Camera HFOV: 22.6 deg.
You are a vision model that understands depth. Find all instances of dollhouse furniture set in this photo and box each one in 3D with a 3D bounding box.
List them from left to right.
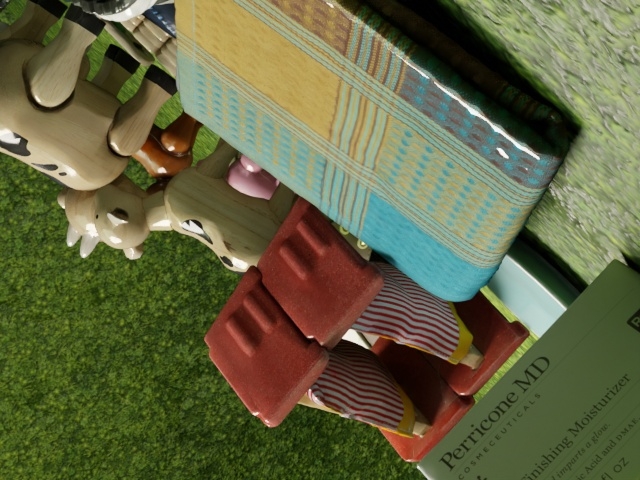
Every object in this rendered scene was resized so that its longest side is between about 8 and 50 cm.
[{"bbox_3d":[0.101,0.148,1.195,0.201,0.152,0.374,20,-159,-47],"label":"dollhouse furniture set"}]

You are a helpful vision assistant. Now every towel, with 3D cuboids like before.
[{"bbox_3d":[0.017,-0.082,1.013,0.271,0.040,0.370,37,166,6],"label":"towel"}]

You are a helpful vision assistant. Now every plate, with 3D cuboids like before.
[{"bbox_3d":[0.161,0.038,1.197,0.188,0.024,0.188,44,175,5],"label":"plate"}]

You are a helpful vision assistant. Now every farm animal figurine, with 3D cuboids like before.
[{"bbox_3d":[-0.177,-0.071,1.369,0.327,0.172,0.330,35,175,-27],"label":"farm animal figurine"}]

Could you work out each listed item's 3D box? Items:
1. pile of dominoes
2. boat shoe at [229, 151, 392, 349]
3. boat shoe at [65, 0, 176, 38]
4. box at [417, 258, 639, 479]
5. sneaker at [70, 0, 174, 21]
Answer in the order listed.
[{"bbox_3d":[-0.204,-0.261,1.533,0.251,0.040,0.196,46,-166,0],"label":"pile of dominoes"},{"bbox_3d":[0.024,0.006,1.591,0.324,0.097,0.116,52,-148,-31],"label":"boat shoe"},{"bbox_3d":[-0.205,-0.247,1.403,0.258,0.089,0.109,42,174,24],"label":"boat shoe"},{"bbox_3d":[0.187,0.144,0.975,0.119,0.181,0.182,38,172,44],"label":"box"},{"bbox_3d":[-0.152,-0.217,1.144,0.271,0.108,0.100,34,124,49],"label":"sneaker"}]
